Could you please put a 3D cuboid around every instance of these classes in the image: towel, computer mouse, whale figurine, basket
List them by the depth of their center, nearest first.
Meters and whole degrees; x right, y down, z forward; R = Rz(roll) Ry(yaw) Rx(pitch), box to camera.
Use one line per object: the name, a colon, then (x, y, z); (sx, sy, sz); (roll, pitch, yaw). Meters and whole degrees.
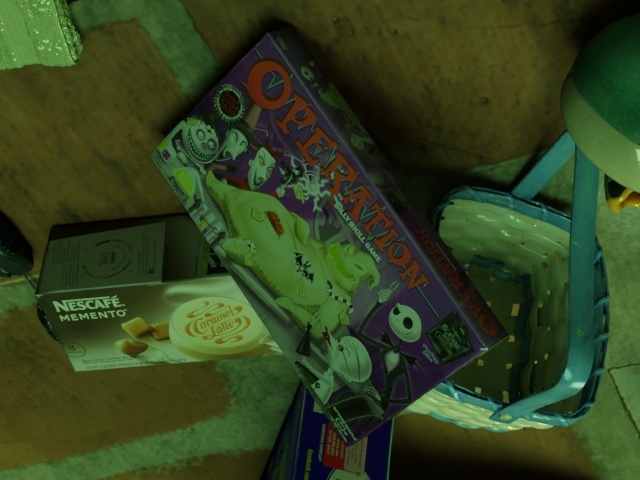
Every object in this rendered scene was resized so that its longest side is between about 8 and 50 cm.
whale figurine: (0.348, -0.103, 1.412); (0.272, 0.216, 0.141); (26, 118, -2)
towel: (-0.283, -0.211, 1.466); (0.110, 0.027, 0.148); (-3, 138, 10)
basket: (0.192, 0.053, 1.570); (0.201, 0.255, 0.289); (13, 157, -11)
computer mouse: (-0.327, 0.046, 1.754); (0.071, 0.041, 0.242); (-15, 136, 19)

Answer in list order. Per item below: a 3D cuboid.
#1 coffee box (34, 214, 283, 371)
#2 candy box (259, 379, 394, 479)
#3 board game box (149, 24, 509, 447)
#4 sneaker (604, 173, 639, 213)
coffee box: (-0.155, 0.053, 1.702); (0.246, 0.098, 0.141); (-5, 138, 10)
candy box: (-0.016, 0.347, 1.900); (0.122, 0.268, 0.317); (15, 138, -8)
board game box: (0.000, 0.000, 1.507); (0.208, 0.056, 0.347); (-40, 80, 35)
sneaker: (0.367, -0.041, 1.529); (0.215, 0.083, 0.084); (15, 155, 11)
